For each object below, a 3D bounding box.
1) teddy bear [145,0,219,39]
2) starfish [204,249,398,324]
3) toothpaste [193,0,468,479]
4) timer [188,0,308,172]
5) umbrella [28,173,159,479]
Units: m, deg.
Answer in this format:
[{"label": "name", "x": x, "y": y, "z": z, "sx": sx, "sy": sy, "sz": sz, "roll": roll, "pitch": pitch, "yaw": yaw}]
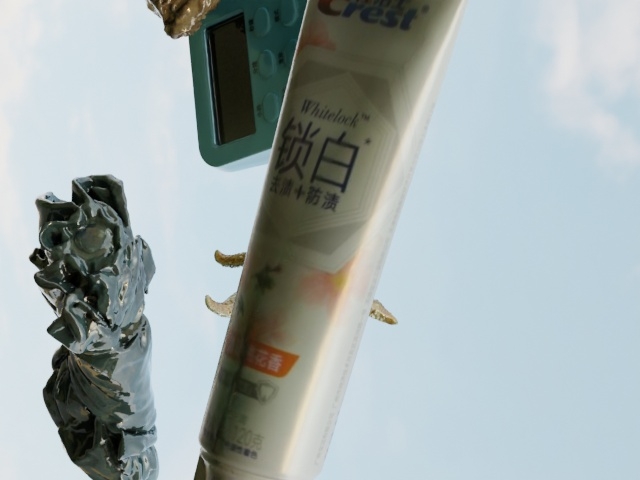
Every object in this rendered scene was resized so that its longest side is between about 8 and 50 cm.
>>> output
[{"label": "teddy bear", "x": -0.164, "y": -0.438, "z": 1.746, "sx": 0.296, "sy": 0.222, "sz": 0.246, "roll": 67, "pitch": -6, "yaw": -31}, {"label": "starfish", "x": -0.017, "y": 0.059, "z": 1.378, "sx": 0.176, "sy": 0.208, "sz": 0.053, "roll": -108, "pitch": -155, "yaw": -45}, {"label": "toothpaste", "x": 0.000, "y": 0.000, "z": 0.686, "sx": 0.100, "sy": 0.066, "sz": 0.323, "roll": 19, "pitch": -84, "yaw": 39}, {"label": "timer", "x": -0.068, "y": -0.222, "z": 1.806, "sx": 0.250, "sy": 0.091, "sz": 0.232, "roll": -14, "pitch": -103, "yaw": 26}, {"label": "umbrella", "x": -0.174, "y": 0.102, "z": 1.094, "sx": 0.349, "sy": 0.094, "sz": 0.143, "roll": 92, "pitch": 4, "yaw": -53}]
